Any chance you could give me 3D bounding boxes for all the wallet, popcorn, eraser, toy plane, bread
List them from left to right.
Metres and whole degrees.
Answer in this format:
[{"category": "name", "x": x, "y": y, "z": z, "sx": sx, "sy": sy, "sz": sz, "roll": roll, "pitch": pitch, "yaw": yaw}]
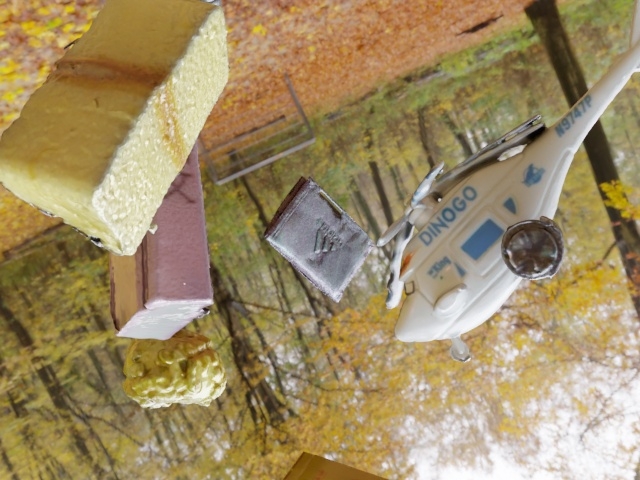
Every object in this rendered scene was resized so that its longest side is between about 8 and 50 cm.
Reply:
[{"category": "bread", "x": -0.195, "y": -0.135, "z": 0.628, "sx": 0.142, "sy": 0.178, "sz": 0.266, "roll": -18, "pitch": -134, "yaw": 56}, {"category": "eraser", "x": -0.301, "y": -0.022, "z": 1.090, "sx": 0.122, "sy": 0.359, "sz": 0.272, "roll": 4, "pitch": 158, "yaw": -33}, {"category": "popcorn", "x": -0.326, "y": 0.278, "z": 1.362, "sx": 0.233, "sy": 0.192, "sz": 0.266, "roll": -1, "pitch": 176, "yaw": 5}, {"category": "wallet", "x": -0.001, "y": 0.000, "z": 0.872, "sx": 0.111, "sy": 0.166, "sz": 0.030, "roll": -54, "pitch": -150, "yaw": -15}, {"category": "toy plane", "x": 0.141, "y": -0.039, "z": 0.402, "sx": 0.273, "sy": 0.107, "sz": 0.182, "roll": -44, "pitch": 164, "yaw": -3}]

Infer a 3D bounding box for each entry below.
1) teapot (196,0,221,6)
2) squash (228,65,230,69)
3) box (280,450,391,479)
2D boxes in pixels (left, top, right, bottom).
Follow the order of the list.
[{"category": "teapot", "x": -0.230, "y": -0.464, "z": 1.221, "sx": 0.064, "sy": 0.049, "sz": 0.083, "roll": -24, "pitch": 156, "yaw": -15}, {"category": "squash", "x": -0.240, "y": -0.398, "z": 1.340, "sx": 0.027, "sy": 0.083, "sz": 0.027, "roll": -51, "pitch": -168, "yaw": 15}, {"category": "box", "x": 0.039, "y": 0.250, "z": 0.575, "sx": 0.155, "sy": 0.023, "sz": 0.087, "roll": 13, "pitch": -167, "yaw": 16}]
